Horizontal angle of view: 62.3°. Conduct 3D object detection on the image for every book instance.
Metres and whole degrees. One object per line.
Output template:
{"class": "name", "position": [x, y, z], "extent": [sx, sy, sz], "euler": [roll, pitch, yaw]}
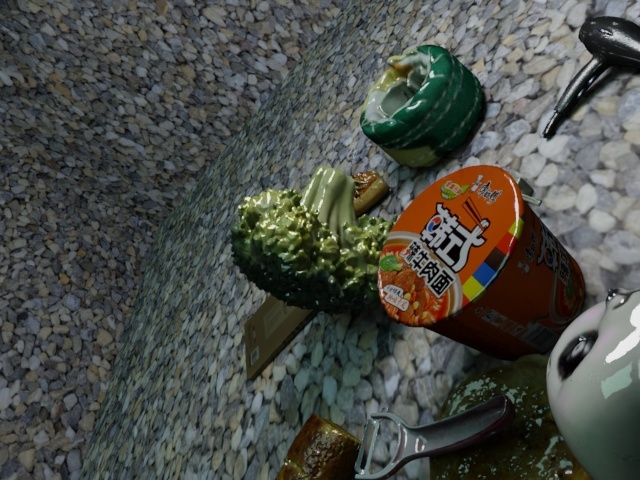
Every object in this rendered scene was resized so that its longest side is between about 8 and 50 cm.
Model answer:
{"class": "book", "position": [-0.097, 0.186, 1.365], "extent": [0.310, 0.021, 0.217], "euler": [-48, 27, 18]}

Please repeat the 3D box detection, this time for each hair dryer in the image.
{"class": "hair dryer", "position": [0.456, -0.254, 0.881], "extent": [0.219, 0.075, 0.195], "euler": [-57, 33, 25]}

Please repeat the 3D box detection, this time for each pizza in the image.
{"class": "pizza", "position": [0.080, -0.116, 1.356], "extent": [0.271, 0.056, 0.134], "euler": [-2, 67, 58]}

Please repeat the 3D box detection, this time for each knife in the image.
{"class": "knife", "position": [0.158, 0.256, 0.723], "extent": [0.278, 0.053, 0.123], "euler": [-37, 26, 44]}

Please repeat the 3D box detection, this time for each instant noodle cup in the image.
{"class": "instant noodle cup", "position": [0.233, 0.048, 0.757], "extent": [0.250, 0.192, 0.250], "euler": [-41, 30, 30]}

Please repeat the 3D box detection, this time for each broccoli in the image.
{"class": "broccoli", "position": [-0.011, -0.004, 1.055], "extent": [0.293, 0.348, 0.280], "euler": [-5, 62, 66]}

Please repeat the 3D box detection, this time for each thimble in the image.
{"class": "thimble", "position": [0.223, -0.307, 1.198], "extent": [0.254, 0.167, 0.288], "euler": [-41, 31, 28]}

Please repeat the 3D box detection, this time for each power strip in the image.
{"class": "power strip", "position": [0.318, -0.076, 0.918], "extent": [0.075, 0.042, 0.175], "euler": [-56, 26, -1]}

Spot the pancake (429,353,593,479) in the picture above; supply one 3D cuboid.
{"class": "pancake", "position": [0.242, 0.272, 0.663], "extent": [0.282, 0.049, 0.282], "euler": [-44, 27, 30]}

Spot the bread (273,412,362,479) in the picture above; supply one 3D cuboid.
{"class": "bread", "position": [-0.010, 0.392, 0.894], "extent": [0.132, 0.103, 0.172], "euler": [9, 66, 58]}

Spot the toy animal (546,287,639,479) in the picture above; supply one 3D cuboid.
{"class": "toy animal", "position": [0.341, 0.148, 0.437], "extent": [0.250, 0.251, 0.310], "euler": [-58, 14, -1]}
